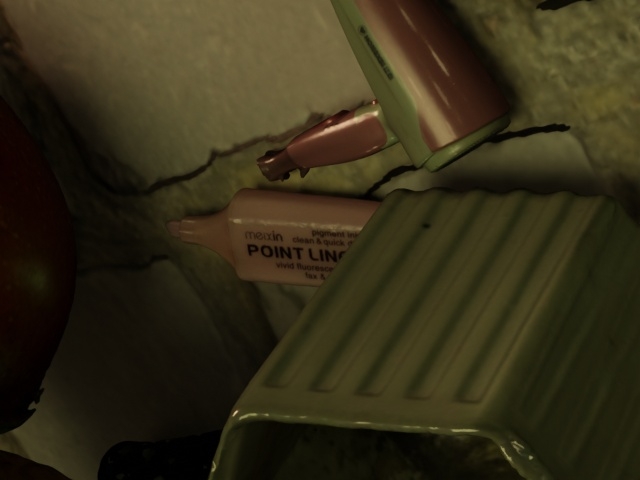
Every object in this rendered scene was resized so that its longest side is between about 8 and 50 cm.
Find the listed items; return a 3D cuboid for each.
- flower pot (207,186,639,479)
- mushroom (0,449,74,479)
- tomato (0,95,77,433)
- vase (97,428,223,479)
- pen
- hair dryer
[{"bbox_3d":[0.078,0.109,0.794,0.239,0.189,0.209,47,132,-9],"label":"flower pot"},{"bbox_3d":[-0.178,0.210,0.870,0.331,0.356,0.334,-3,122,41],"label":"mushroom"},{"bbox_3d":[-0.296,0.008,0.929,0.303,0.303,0.239,-50,48,40],"label":"tomato"},{"bbox_3d":[-0.057,0.128,0.996,0.167,0.059,0.059,-22,103,38],"label":"vase"},{"bbox_3d":[0.000,0.000,0.904,0.197,0.032,0.053,4,118,29],"label":"pen"},{"bbox_3d":[0.015,-0.065,0.851,0.154,0.054,0.106,-36,89,44],"label":"hair dryer"}]
